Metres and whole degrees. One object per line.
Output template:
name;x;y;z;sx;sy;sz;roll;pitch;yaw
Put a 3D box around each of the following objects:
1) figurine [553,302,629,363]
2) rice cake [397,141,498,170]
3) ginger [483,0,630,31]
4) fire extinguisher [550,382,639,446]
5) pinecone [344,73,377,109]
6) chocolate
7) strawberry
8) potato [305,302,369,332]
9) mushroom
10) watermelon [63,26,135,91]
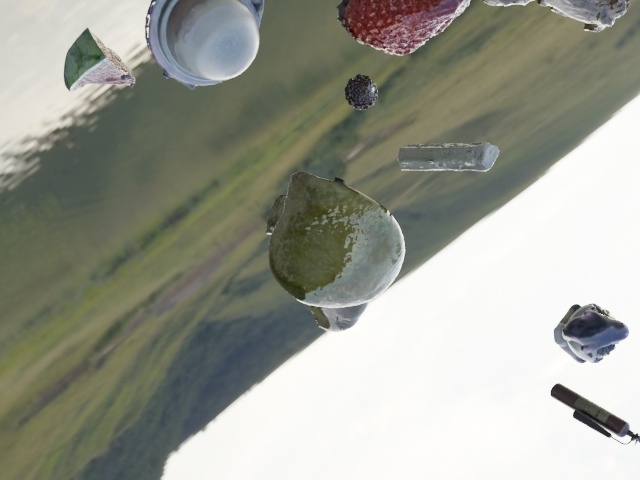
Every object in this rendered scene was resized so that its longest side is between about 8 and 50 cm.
figurine;0.616;0.208;2.166;0.145;0.145;0.222;-40;180;-15
rice cake;0.264;-0.177;1.986;0.256;0.052;0.057;6;-107;51
ginger;0.316;-0.387;1.397;0.122;0.290;0.084;136;-26;-75
fire extinguisher;0.444;0.285;1.515;0.049;0.173;0.035;7;107;-46
pinecone;0.087;-0.321;2.041;0.077;0.077;0.083;-40;-175;-13
chocolate;-0.166;-0.338;1.540;0.221;0.221;0.147;-40;-141;-11
strawberry;0.190;-0.516;1.984;0.288;0.250;0.238;-1;173;37
potato;0.046;0.112;2.269;0.165;0.165;0.262;-43;160;-39
mushroom;0.005;-0.001;1.867;0.212;0.292;0.217;-49;162;-24
watermelon;-0.462;-0.390;1.997;0.158;0.098;0.121;-7;158;-31
